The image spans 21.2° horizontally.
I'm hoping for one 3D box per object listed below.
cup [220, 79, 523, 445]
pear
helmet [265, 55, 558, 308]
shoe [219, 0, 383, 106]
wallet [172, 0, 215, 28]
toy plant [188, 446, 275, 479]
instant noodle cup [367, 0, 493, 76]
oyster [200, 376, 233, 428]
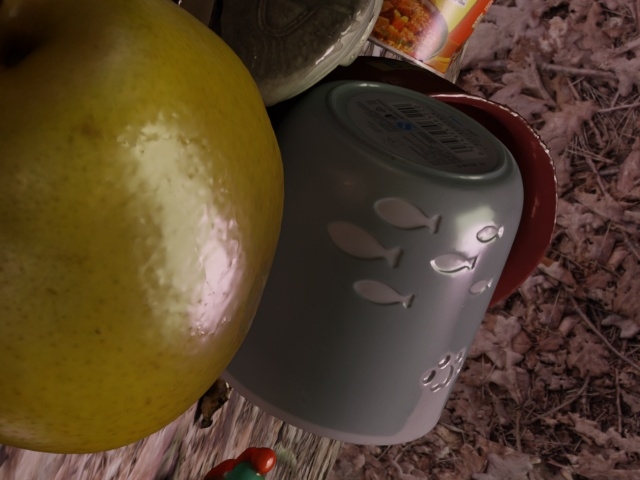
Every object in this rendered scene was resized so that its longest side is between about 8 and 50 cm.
[{"bbox_3d":[0.000,0.000,1.606,0.274,0.357,0.259,-68,-153,25],"label":"cup"},{"bbox_3d":[-0.127,-0.009,1.175,0.386,0.191,0.340,94,17,-64],"label":"pear"},{"bbox_3d":[0.053,-0.071,1.901,0.385,0.230,0.337,6,121,-37],"label":"helmet"},{"bbox_3d":[-0.003,-0.223,1.680,0.210,0.132,0.342,96,13,-51],"label":"shoe"},{"bbox_3d":[-0.116,-0.177,1.404,0.110,0.031,0.198,-53,161,-61],"label":"wallet"},{"bbox_3d":[-0.157,0.400,2.032,0.400,0.185,0.279,-96,-168,-69],"label":"toy plant"},{"bbox_3d":[0.115,-0.308,2.078,0.174,0.213,0.213,-62,173,7],"label":"instant noodle cup"},{"bbox_3d":[-0.124,0.188,2.193,0.146,0.045,0.121,95,13,-87],"label":"oyster"}]
